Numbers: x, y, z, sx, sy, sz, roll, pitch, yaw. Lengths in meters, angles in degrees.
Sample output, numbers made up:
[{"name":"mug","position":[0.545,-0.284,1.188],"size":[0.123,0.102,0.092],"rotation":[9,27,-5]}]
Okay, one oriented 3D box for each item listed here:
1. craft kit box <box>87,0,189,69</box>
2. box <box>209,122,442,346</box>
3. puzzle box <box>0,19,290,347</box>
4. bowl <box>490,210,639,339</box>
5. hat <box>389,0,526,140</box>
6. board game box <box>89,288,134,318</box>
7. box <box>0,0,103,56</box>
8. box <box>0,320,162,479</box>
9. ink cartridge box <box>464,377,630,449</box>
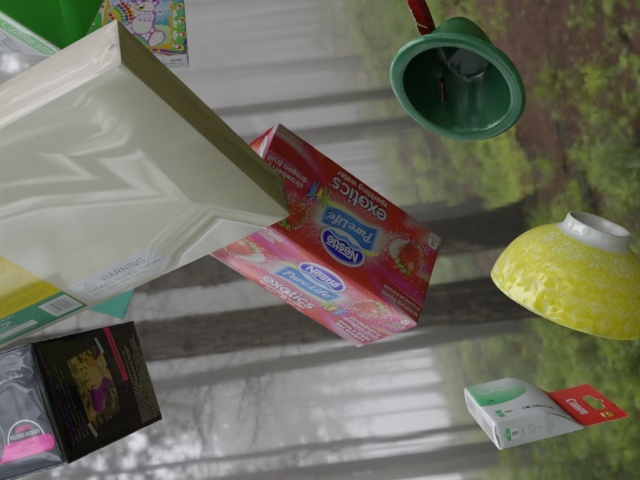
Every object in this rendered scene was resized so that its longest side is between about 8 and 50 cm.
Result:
[{"name":"craft kit box","position":[-0.385,-0.444,1.885],"size":[0.061,0.250,0.246],"rotation":[-134,37,-60]},{"name":"box","position":[0.000,0.000,1.135],"size":[0.123,0.257,0.128],"rotation":[-27,36,50]},{"name":"puzzle box","position":[-0.269,-0.021,0.912],"size":[0.272,0.409,0.052],"rotation":[42,-151,-53]},{"name":"bowl","position":[0.463,0.040,1.728],"size":[0.289,0.290,0.156],"rotation":[-98,24,-70]},{"name":"hat","position":[0.191,-0.266,1.291],"size":[0.208,0.173,0.183],"rotation":[51,-136,-35]},{"name":"board game box","position":[-0.319,0.039,1.259],"size":[0.210,0.160,0.047],"rotation":[-142,71,-79]},{"name":"box","position":[-0.267,-0.311,0.899],"size":[0.127,0.231,0.262],"rotation":[31,-100,-43]},{"name":"box","position":[-0.330,0.196,1.186],"size":[0.270,0.165,0.143],"rotation":[-1,-106,-76]},{"name":"ink cartridge box","position":[0.374,0.272,1.648],"size":[0.181,0.225,0.056],"rotation":[-128,24,-78]}]
